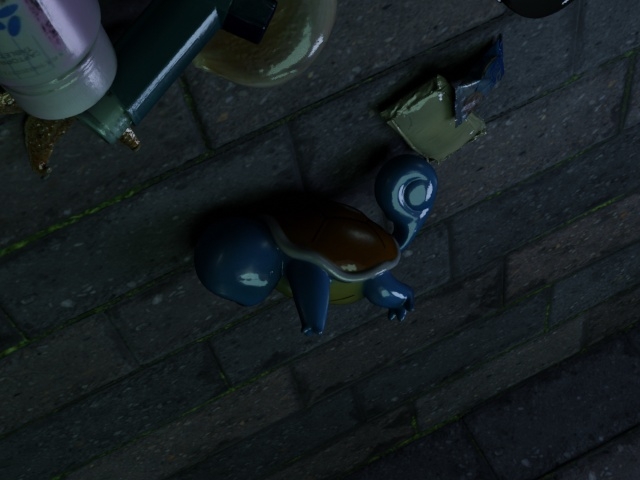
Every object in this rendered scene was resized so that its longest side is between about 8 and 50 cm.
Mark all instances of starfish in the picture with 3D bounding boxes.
[{"bbox_3d":[-0.295,-0.170,1.429,0.295,0.048,0.231,-20,152,-9],"label":"starfish"}]

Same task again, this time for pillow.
[{"bbox_3d":[0.183,-0.187,1.810,0.119,0.053,0.208,-38,148,11],"label":"pillow"}]

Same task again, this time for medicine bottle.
[{"bbox_3d":[-0.315,-0.245,1.192,0.152,0.152,0.254,-28,150,-4],"label":"medicine bottle"},{"bbox_3d":[-0.171,-0.216,1.336,0.258,0.124,0.079,-48,-176,-7],"label":"medicine bottle"}]

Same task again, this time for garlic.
[{"bbox_3d":[-0.040,-0.293,1.436,0.266,0.128,0.148,-47,159,8],"label":"garlic"}]

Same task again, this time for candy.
[{"bbox_3d":[0.243,-0.245,1.764,0.136,0.038,0.088,-49,155,-19],"label":"candy"}]

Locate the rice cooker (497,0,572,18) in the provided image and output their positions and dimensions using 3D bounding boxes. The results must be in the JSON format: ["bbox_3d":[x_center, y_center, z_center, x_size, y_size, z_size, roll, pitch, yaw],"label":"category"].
[{"bbox_3d":[0.286,-0.380,1.543,0.142,0.118,0.203,-42,149,21],"label":"rice cooker"}]

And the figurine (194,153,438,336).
[{"bbox_3d":[0.014,0.030,1.828,0.416,0.298,0.243,-20,123,-13],"label":"figurine"}]
